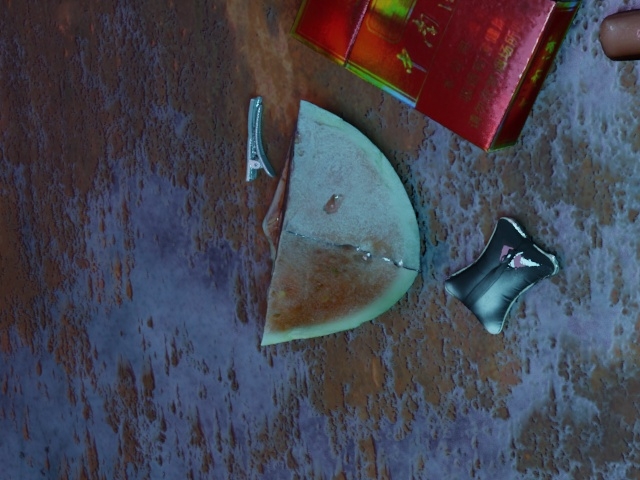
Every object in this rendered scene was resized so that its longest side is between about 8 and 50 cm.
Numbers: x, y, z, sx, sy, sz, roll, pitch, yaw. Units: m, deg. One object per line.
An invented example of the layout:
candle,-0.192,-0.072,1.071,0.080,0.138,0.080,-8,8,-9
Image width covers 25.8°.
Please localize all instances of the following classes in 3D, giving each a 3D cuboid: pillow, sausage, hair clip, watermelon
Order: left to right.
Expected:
hair clip,-0.080,-0.137,1.887,0.039,0.030,0.115,2,103,13
watermelon,0.000,0.000,1.783,0.256,0.176,0.260,49,143,24
pillow,0.221,0.043,1.711,0.091,0.055,0.135,31,122,-11
sausage,0.356,-0.232,1.566,0.094,0.059,0.054,-1,86,37

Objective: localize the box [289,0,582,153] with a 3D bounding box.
box,0.132,-0.268,1.689,0.313,0.089,0.197,34,117,24
